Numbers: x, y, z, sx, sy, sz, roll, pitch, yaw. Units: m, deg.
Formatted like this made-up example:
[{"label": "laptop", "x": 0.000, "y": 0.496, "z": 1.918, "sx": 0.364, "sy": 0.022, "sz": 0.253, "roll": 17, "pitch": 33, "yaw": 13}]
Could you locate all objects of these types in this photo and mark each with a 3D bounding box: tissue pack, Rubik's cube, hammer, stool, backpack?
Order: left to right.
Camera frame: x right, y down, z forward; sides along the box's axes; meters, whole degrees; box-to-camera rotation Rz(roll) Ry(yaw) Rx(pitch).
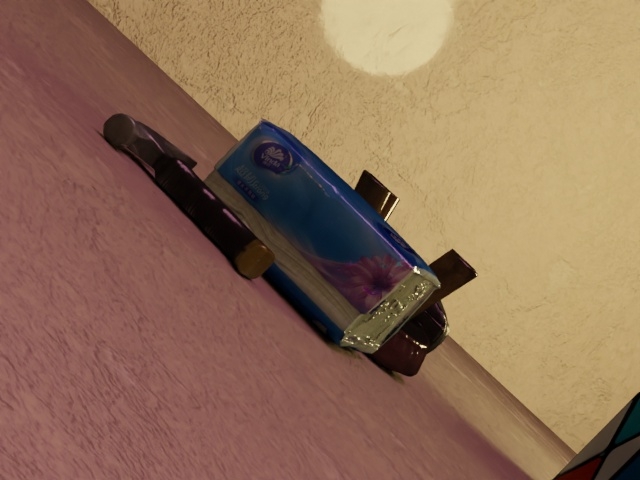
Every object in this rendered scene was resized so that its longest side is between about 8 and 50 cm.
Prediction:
[{"label": "hammer", "x": -0.136, "y": -0.046, "z": 1.545, "sx": 0.226, "sy": 0.041, "sz": 0.159, "roll": 45, "pitch": 5, "yaw": 19}, {"label": "tissue pack", "x": 0.000, "y": 0.000, "z": 1.709, "sx": 0.263, "sy": 0.146, "sz": 0.198, "roll": 46, "pitch": 4, "yaw": 16}, {"label": "stool", "x": 0.083, "y": 0.041, "z": 1.935, "sx": 0.272, "sy": 0.178, "sz": 0.272, "roll": 43, "pitch": 4, "yaw": -4}, {"label": "backpack", "x": 0.145, "y": 0.115, "z": 2.340, "sx": 0.165, "sy": 0.120, "sz": 0.106, "roll": 63, "pitch": 12, "yaw": 18}, {"label": "Rubik's cube", "x": 0.547, "y": 0.422, "z": 2.256, "sx": 0.248, "sy": 0.246, "sz": 0.250, "roll": 45, "pitch": 3, "yaw": -2}]
